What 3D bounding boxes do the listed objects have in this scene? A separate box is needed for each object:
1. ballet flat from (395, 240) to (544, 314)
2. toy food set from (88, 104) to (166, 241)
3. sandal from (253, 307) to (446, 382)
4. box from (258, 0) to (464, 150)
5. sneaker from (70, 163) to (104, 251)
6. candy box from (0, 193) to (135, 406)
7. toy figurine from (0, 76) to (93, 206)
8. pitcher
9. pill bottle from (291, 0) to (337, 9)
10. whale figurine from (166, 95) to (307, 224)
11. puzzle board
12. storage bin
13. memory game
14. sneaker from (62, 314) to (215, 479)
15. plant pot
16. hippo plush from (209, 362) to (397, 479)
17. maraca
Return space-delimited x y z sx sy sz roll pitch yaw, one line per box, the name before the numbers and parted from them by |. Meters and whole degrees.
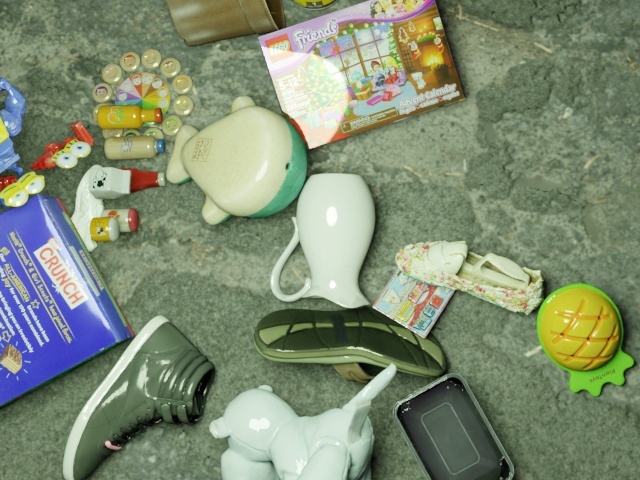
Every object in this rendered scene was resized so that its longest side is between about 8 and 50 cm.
ballet flat | 0.239 0.041 1.459 0.241 0.077 0.091 17 48 3
toy food set | -0.311 -0.104 1.537 0.104 0.111 0.232 -2 70 5
sandal | 0.046 0.169 1.458 0.302 0.086 0.120 6 37 -3
box | 0.067 -0.280 1.530 0.293 0.057 0.201 -18 95 3
sneaker | -0.385 -0.052 1.573 0.061 0.054 0.152 16 89 4
candy box | -0.506 0.115 1.492 0.317 0.122 0.268 -28 90 2
toy figurine | -0.554 -0.136 1.411 0.362 0.191 0.217 -42 116 -26
pitcher | 0.000 0.000 1.489 0.177 0.125 0.207 1 89 24
pill bottle | -0.019 -0.471 1.523 0.117 0.215 0.117 -1 79 7
whale figurine | -0.134 -0.124 1.512 0.272 0.141 0.216 8 82 43
puzzle board | 0.155 0.081 1.480 0.096 0.011 0.128 31 63 11
storage bin | 0.199 0.303 1.415 0.122 0.084 0.180 -29 79 1
memory game | -0.309 -0.246 1.617 0.186 0.012 0.186 -1 79 7
sneaker | -0.278 0.276 1.465 0.147 0.104 0.296 30 80 16
plant pot | -0.163 -0.406 1.564 0.165 0.167 0.167 -15 78 12
hippo plush | -0.055 0.321 1.359 0.236 0.234 0.294 16 114 21
maraca | 0.404 0.151 1.421 0.127 0.099 0.186 -26 103 9
